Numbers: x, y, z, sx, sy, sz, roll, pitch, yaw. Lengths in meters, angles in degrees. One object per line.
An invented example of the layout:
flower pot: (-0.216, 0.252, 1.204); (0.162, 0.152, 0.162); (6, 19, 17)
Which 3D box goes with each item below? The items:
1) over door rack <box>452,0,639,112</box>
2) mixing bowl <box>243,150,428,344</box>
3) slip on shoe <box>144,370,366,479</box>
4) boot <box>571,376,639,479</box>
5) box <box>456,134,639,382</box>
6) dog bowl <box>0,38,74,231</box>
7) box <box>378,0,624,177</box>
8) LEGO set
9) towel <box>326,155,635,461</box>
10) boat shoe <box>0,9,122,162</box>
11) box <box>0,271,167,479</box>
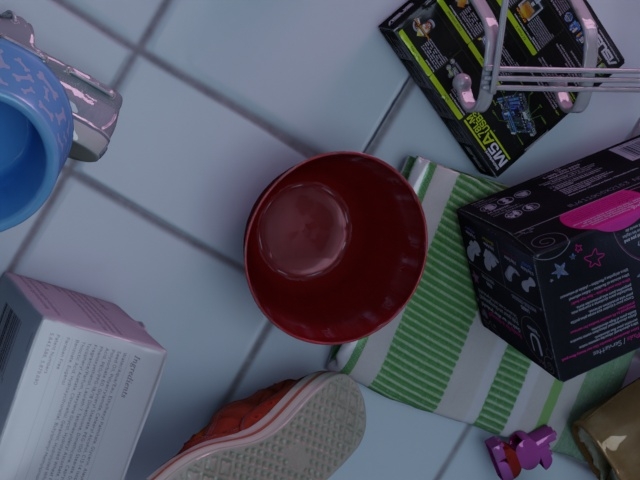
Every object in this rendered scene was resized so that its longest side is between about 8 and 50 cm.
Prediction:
over door rack: (0.261, -0.276, 1.573); (0.239, 0.108, 0.324); (-2, 121, -24)
mixing bowl: (0.000, 0.000, 1.593); (0.181, 0.098, 0.181); (-4, 102, -20)
slip on shoe: (-0.085, 0.216, 1.532); (0.331, 0.101, 0.123); (-35, 112, -47)
boot: (0.419, 0.201, 1.796); (0.269, 0.089, 0.236); (-38, 107, -15)
box: (0.283, 0.008, 1.629); (0.247, 0.163, 0.142); (-21, 114, -16)
dog bowl: (-0.349, -0.057, 1.411); (0.297, 0.074, 0.166); (-21, 121, 0)
box: (0.180, -0.191, 1.654); (0.184, 0.045, 0.191); (-41, 113, -7)
LEGO set: (0.260, 0.292, 1.743); (0.093, 0.087, 0.227); (-27, 117, -8)
towel: (0.185, 0.070, 1.715); (0.324, 0.038, 0.248); (19, 95, -25)
boat shoe: (-0.275, -0.154, 1.475); (0.227, 0.079, 0.081); (32, 69, -22)
box: (-0.236, 0.142, 1.484); (0.119, 0.181, 0.182); (18, 94, -23)
